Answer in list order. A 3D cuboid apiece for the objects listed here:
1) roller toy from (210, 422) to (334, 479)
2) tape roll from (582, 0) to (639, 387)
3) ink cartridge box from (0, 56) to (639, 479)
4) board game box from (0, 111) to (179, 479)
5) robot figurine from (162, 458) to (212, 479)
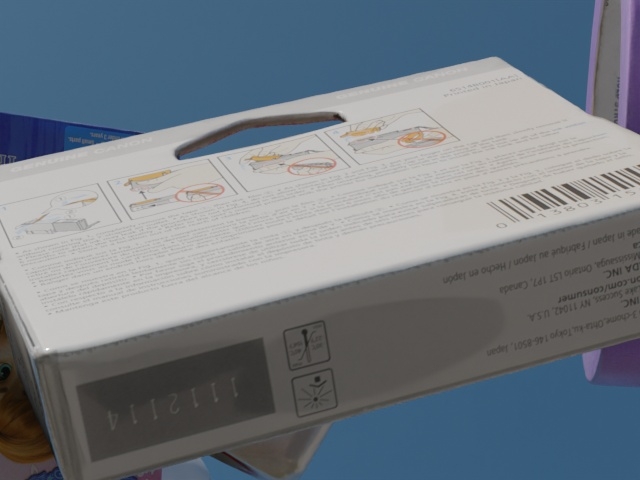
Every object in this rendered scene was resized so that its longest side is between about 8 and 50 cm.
[{"bbox_3d":[-0.066,0.065,1.320,0.191,0.146,0.209,27,-11,15],"label":"roller toy"},{"bbox_3d":[0.196,-0.056,1.048,0.090,0.275,0.275,3,-52,4],"label":"tape roll"},{"bbox_3d":[0.000,0.000,0.883,0.296,0.261,0.066,-14,-70,-13],"label":"ink cartridge box"},{"bbox_3d":[-0.254,0.065,1.372,0.319,0.318,0.066,6,-5,-37],"label":"board game box"},{"bbox_3d":[-0.239,0.250,1.728,0.353,0.300,0.200,7,-81,24],"label":"robot figurine"}]
